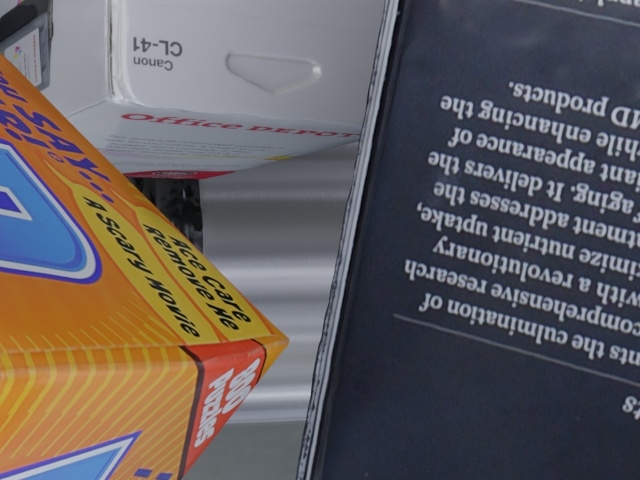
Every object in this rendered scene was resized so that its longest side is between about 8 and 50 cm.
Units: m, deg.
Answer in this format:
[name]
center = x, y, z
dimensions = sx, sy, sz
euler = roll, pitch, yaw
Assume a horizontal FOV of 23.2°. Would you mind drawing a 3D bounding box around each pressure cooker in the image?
[pressure cooker]
center = -0.001, 0.005, 1.595
dimensions = 0.420, 0.370, 0.375
euler = 0, 152, -16

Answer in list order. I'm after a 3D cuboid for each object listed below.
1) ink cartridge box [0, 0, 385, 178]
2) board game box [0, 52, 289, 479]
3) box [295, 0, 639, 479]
[ink cartridge box]
center = -0.108, -0.123, 1.091
dimensions = 0.226, 0.131, 0.306
euler = 2, 173, -32
[board game box]
center = -0.309, 0.055, 0.532
dimensions = 0.356, 0.356, 0.356
euler = -52, 159, 16
[box]
center = 0.224, -0.042, 0.927
dimensions = 0.297, 0.472, 0.480
euler = 17, -165, 18
